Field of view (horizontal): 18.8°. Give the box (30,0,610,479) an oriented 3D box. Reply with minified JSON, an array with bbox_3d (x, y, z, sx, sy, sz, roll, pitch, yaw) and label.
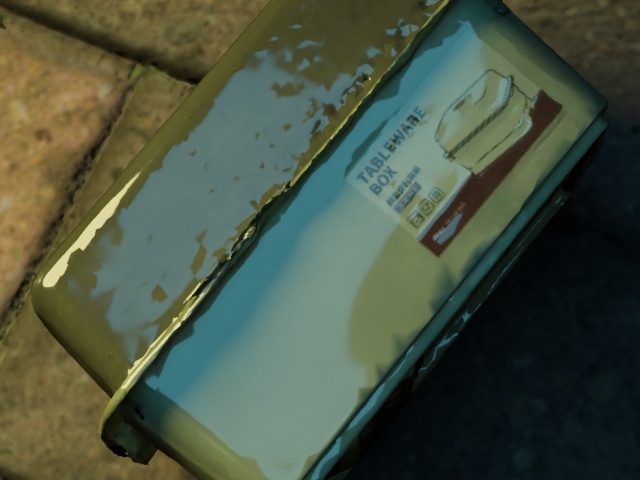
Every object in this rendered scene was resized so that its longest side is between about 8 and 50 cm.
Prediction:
[{"bbox_3d":[0.000,0.000,0.957,0.166,0.220,0.290,39,82,8],"label":"box"}]
